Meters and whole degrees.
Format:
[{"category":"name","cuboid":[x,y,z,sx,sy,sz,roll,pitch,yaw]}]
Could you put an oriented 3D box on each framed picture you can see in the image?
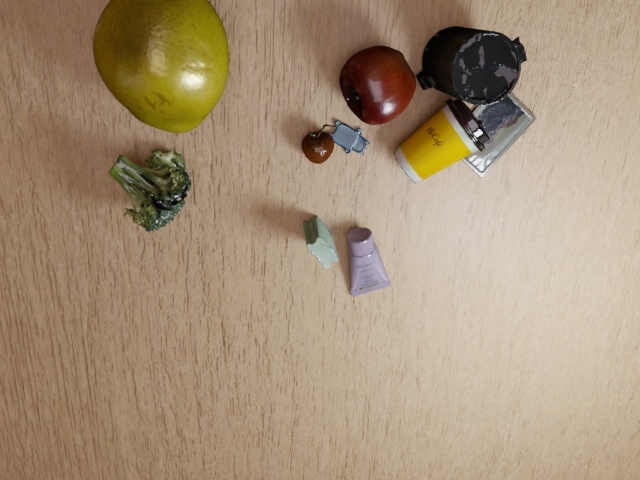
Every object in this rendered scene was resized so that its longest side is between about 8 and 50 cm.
[{"category":"framed picture","cuboid":[0.571,-0.369,1.830,0.192,0.018,0.265,36,105,-17]}]

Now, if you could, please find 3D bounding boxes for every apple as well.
[{"category":"apple","cuboid":[0.170,-0.473,1.642,0.233,0.234,0.234,-2,113,-5]}]

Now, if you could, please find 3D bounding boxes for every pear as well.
[{"category":"pear","cuboid":[-0.430,-0.503,1.494,0.361,0.363,0.419,5,140,-8]}]

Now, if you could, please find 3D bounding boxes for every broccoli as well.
[{"category":"broccoli","cuboid":[-0.527,-0.175,1.679,0.243,0.247,0.263,36,87,-26]}]

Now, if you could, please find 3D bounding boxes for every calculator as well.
[{"category":"calculator","cuboid":[0.096,-0.336,1.794,0.141,0.019,0.094,26,108,-17]}]

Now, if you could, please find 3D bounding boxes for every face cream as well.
[{"category":"face cream","cuboid":[0.160,0.084,1.951,0.153,0.096,0.274,-17,127,-2]}]

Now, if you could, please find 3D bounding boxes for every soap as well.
[{"category":"soap","cuboid":[0.000,0.000,1.830,0.063,0.198,0.115,-35,114,11]}]

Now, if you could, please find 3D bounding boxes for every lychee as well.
[{"category":"lychee","cuboid":[-0.003,-0.314,1.747,0.114,0.101,0.140,11,111,9]}]

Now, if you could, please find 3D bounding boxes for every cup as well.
[{"category":"cup","cuboid":[0.384,-0.316,1.743,0.279,0.196,0.196,-33,113,21]}]

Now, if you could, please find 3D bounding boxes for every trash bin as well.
[{"category":"trash bin","cuboid":[0.433,-0.516,1.598,0.252,0.302,0.203,-29,113,6]}]
